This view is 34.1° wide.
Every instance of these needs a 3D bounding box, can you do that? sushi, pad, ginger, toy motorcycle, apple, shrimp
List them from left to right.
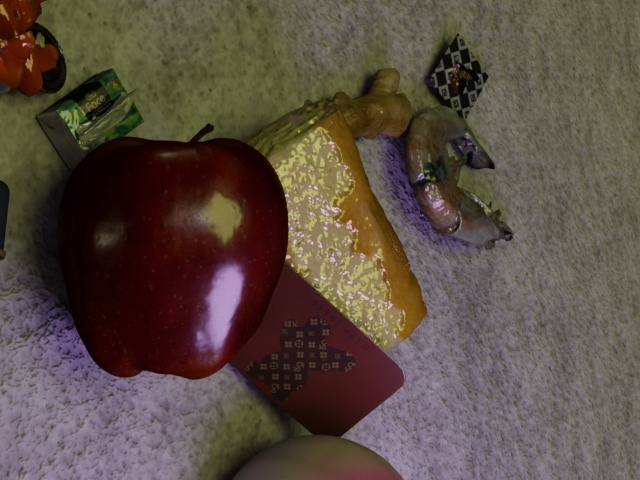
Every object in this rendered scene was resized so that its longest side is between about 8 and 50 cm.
[{"bbox_3d":[-0.415,-0.309,1.229,0.325,0.148,0.221,68,26,-16],"label":"toy motorcycle"},{"bbox_3d":[-0.186,0.009,1.297,0.288,0.288,0.316,-8,110,-44],"label":"apple"},{"bbox_3d":[-0.023,0.164,1.487,0.267,0.181,0.004,42,21,-13],"label":"pad"},{"bbox_3d":[0.050,-0.188,1.697,0.299,0.065,0.118,-33,103,-41],"label":"ginger"},{"bbox_3d":[0.248,-0.298,1.929,0.120,0.026,0.126,47,60,-32],"label":"sushi"},{"bbox_3d":[0.258,-0.103,1.873,0.360,0.085,0.247,38,52,-41],"label":"shrimp"}]

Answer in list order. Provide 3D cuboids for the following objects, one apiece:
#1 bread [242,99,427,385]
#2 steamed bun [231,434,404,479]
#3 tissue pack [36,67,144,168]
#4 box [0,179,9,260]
[{"bbox_3d":[0.000,0.000,1.539,0.236,0.165,0.375,-38,113,-24],"label":"bread"},{"bbox_3d":[0.021,0.417,1.439,0.309,0.309,0.309,7,80,-43],"label":"steamed bun"},{"bbox_3d":[-0.291,-0.160,1.357,0.111,0.079,0.085,-46,116,-38],"label":"tissue pack"},{"bbox_3d":[-0.454,-0.036,1.144,0.201,0.144,0.090,17,69,-40],"label":"box"}]
